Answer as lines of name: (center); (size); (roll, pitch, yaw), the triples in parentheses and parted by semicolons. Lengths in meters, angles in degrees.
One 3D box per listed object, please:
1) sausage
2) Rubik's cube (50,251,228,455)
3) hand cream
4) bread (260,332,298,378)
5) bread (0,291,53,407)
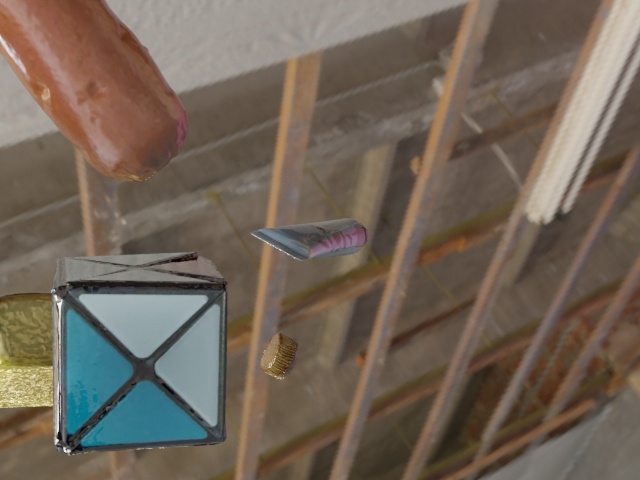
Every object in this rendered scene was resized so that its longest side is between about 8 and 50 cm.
sausage: (-0.226, -0.171, 1.008); (0.114, 0.259, 0.113); (-31, 17, 10)
Rubik's cube: (-0.269, 0.157, 1.607); (0.248, 0.250, 0.246); (-1, -81, -13)
hand cream: (0.000, 0.000, 1.632); (0.271, 0.091, 0.058); (-7, -56, -63)
bread: (-0.070, 0.215, 2.003); (0.053, 0.085, 0.085); (25, -55, -17)
bread: (-0.496, 0.201, 1.958); (0.324, 0.143, 0.333); (4, -23, -37)
